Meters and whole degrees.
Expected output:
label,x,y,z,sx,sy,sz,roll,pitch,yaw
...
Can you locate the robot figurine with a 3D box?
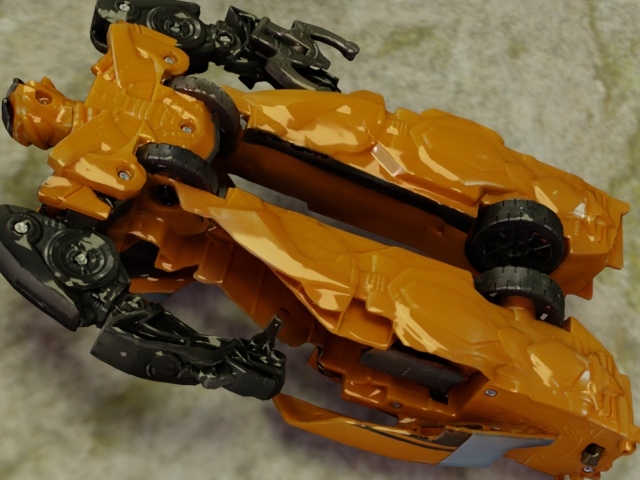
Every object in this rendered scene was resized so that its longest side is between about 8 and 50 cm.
label,x,y,z,sx,sy,sz,roll,pitch,yaw
robot figurine,0.000,0.000,0.454,0.291,0.085,0.211,20,48,-9
